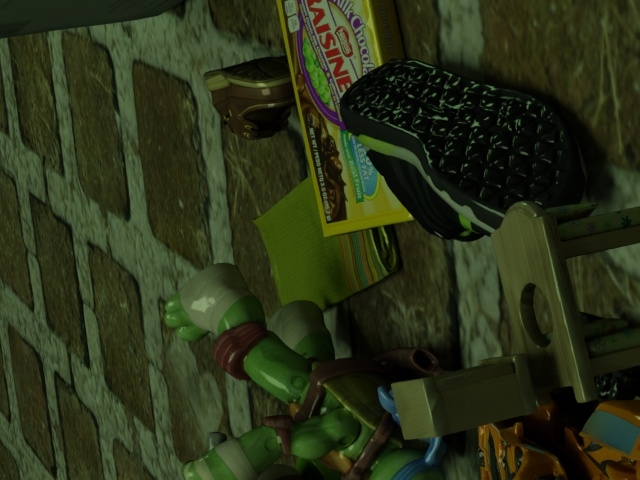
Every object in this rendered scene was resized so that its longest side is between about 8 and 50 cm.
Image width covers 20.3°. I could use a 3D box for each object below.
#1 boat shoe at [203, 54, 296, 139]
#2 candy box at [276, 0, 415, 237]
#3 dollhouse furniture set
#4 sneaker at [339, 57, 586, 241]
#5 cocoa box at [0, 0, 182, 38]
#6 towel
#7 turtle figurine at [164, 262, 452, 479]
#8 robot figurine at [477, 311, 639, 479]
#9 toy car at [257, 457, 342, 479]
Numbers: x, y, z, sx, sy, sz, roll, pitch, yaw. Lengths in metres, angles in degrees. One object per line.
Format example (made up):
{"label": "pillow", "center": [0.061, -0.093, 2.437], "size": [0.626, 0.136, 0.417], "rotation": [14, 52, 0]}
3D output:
{"label": "boat shoe", "center": [-0.043, -0.109, 1.382], "size": [0.178, 0.064, 0.060], "rotation": [-167, 62, -73]}
{"label": "candy box", "center": [0.020, -0.110, 1.237], "size": [0.105, 0.027, 0.206], "rotation": [-12, 90, 51]}
{"label": "dollhouse furniture set", "center": [0.138, 0.020, 0.829], "size": [0.161, 0.182, 0.101], "rotation": [158, 99, -68]}
{"label": "sneaker", "center": [0.096, -0.040, 1.083], "size": [0.235, 0.084, 0.097], "rotation": [43, 163, 57]}
{"label": "cocoa box", "center": [-0.203, -0.306, 1.438], "size": [0.347, 0.231, 0.228], "rotation": [171, 88, -68]}
{"label": "towel", "center": [0.000, 0.000, 1.380], "size": [0.237, 0.021, 0.102], "rotation": [146, 112, -67]}
{"label": "turtle figurine", "center": [-0.025, 0.160, 1.289], "size": [0.266, 0.198, 0.274], "rotation": [-126, 36, -47]}
{"label": "robot figurine", "center": [0.169, 0.158, 0.956], "size": [0.291, 0.085, 0.211], "rotation": [-156, 58, -64]}
{"label": "toy car", "center": [-0.015, 0.283, 1.413], "size": [0.188, 0.155, 0.149], "rotation": [52, 149, 25]}
